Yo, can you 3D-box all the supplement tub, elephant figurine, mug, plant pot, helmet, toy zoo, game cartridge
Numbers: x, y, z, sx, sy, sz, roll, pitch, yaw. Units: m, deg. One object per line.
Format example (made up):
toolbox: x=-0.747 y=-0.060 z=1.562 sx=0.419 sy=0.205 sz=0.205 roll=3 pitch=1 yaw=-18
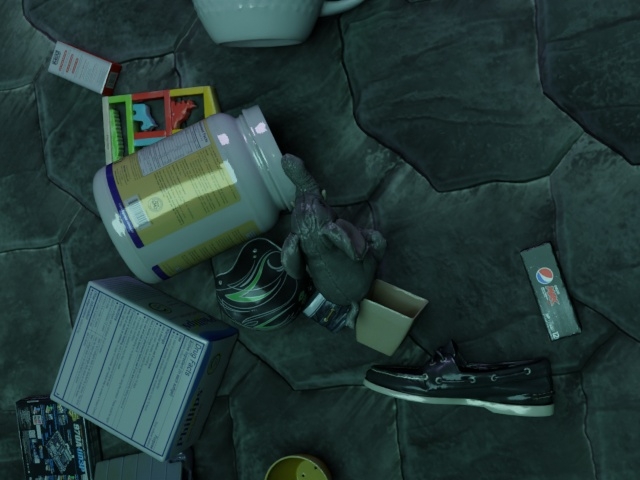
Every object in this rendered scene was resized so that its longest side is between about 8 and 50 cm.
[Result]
supplement tub: x=-0.221 y=-0.089 z=1.536 sx=0.331 sy=0.241 sz=0.241 roll=-25 pitch=85 yaw=-1
elephant figurine: x=0.000 y=0.000 z=1.435 sx=0.186 sy=0.239 sz=0.169 roll=34 pitch=82 yaw=40
mug: x=-0.066 y=-0.521 z=1.497 sx=0.374 sy=0.276 sz=0.328 roll=-3 pitch=99 yaw=-12
plant pot: x=-0.031 y=0.469 z=1.611 sx=0.134 sy=0.095 sz=0.134 roll=1 pitch=94 yaw=17
helmet: x=-0.111 y=0.093 z=1.576 sx=0.169 sy=0.169 sz=0.161 roll=35 pitch=82 yaw=13
toy zoo: x=-0.305 y=-0.209 z=1.696 sx=0.293 sy=0.030 sz=0.192 roll=-3 pitch=92 yaw=18
plant pot: x=0.123 y=0.148 z=1.542 sx=0.109 sy=0.109 sz=0.096 roll=22 pitch=111 yaw=16
game cartridge: x=-0.368 y=0.599 z=1.657 sx=0.230 sy=0.068 sz=0.355 roll=-19 pitch=51 yaw=22

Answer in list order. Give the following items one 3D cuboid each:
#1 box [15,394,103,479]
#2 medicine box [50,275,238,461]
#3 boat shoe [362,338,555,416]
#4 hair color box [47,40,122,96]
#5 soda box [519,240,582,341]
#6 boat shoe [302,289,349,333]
box: x=-0.564 y=0.446 z=1.810 sx=0.175 sy=0.051 sz=0.220 roll=-8 pitch=91 yaw=18
medicine box: x=-0.355 y=0.249 z=1.677 sx=0.289 sy=0.149 sz=0.264 roll=24 pitch=100 yaw=15
boat shoe: x=0.248 y=0.235 z=1.490 sx=0.340 sy=0.127 sz=0.113 roll=6 pitch=94 yaw=16
hair color box: x=-0.493 y=-0.360 z=1.742 sx=0.141 sy=0.043 sz=0.072 roll=25 pitch=101 yaw=14
soda box: x=0.406 y=0.088 z=1.466 sx=0.060 sy=0.053 sz=0.169 roll=-20 pitch=88 yaw=18
boat shoe: x=0.052 y=0.088 z=1.585 sx=0.083 sy=0.065 sz=0.183 roll=38 pitch=96 yaw=-10
